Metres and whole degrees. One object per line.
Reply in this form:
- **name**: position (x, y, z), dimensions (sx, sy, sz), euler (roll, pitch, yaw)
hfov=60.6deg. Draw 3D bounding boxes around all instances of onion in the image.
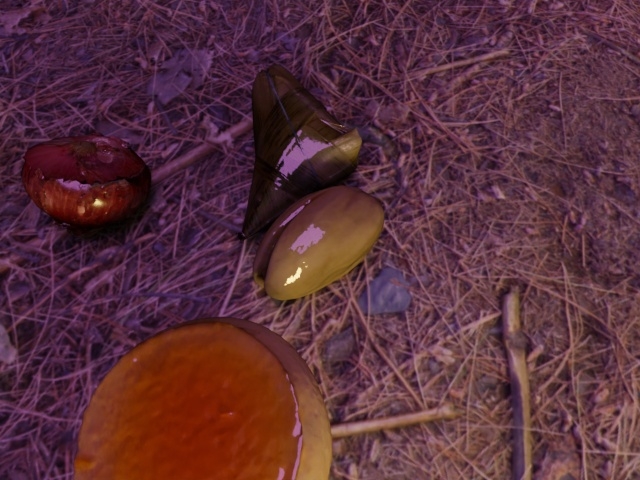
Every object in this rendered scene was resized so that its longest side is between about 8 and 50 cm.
- **onion**: position (-0.345, -0.076, 0.805), dimensions (0.183, 0.147, 0.184), euler (19, 24, -9)

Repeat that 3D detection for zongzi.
- **zongzi**: position (-0.086, -0.140, 0.860), dimensions (0.242, 0.112, 0.221), euler (-37, 70, -10)

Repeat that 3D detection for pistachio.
- **pistachio**: position (0.000, 0.000, 0.789), dimensions (0.226, 0.136, 0.136), euler (-36, 72, -20)

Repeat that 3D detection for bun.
- **bun**: position (-0.124, 0.248, 0.647), dimensions (0.298, 0.165, 0.299), euler (-6, 66, 13)
